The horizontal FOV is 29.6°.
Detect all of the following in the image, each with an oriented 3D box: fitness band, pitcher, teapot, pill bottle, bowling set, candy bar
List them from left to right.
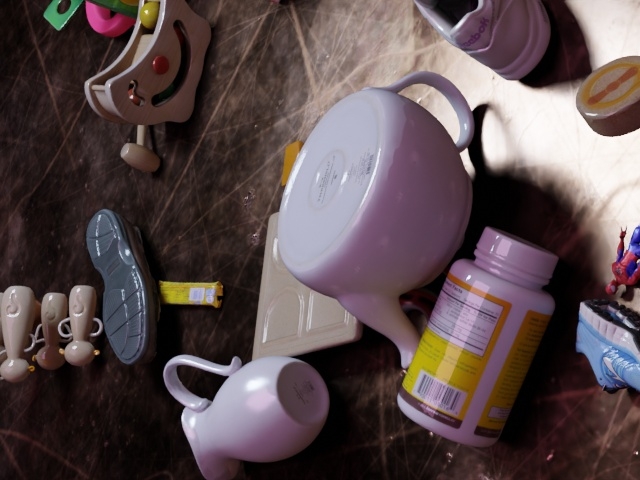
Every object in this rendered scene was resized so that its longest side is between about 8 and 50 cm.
[{"bbox_3d":[-0.479,0.161,1.985,0.287,0.200,0.154,0,80,5],"label":"bowling set"},{"bbox_3d":[-0.302,-0.476,2.049,0.291,0.054,0.209,-52,43,23],"label":"fitness band"},{"bbox_3d":[-0.195,0.079,1.770,0.161,0.018,0.040,-2,80,48],"label":"candy bar"},{"bbox_3d":[-0.100,0.201,1.517,0.207,0.125,0.178,-31,97,43],"label":"pitcher"},{"bbox_3d":[0.084,-0.039,1.356,0.256,0.187,0.252,-57,28,22],"label":"teapot"},{"bbox_3d":[0.170,0.099,1.274,0.117,0.117,0.215,31,101,49],"label":"pill bottle"}]

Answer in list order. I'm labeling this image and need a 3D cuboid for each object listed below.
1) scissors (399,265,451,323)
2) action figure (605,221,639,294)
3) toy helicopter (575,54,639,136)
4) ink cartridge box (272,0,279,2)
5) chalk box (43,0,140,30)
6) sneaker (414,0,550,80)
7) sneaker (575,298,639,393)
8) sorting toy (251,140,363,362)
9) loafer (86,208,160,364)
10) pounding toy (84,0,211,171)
[{"bbox_3d":[0.060,0.053,1.494,0.297,0.021,0.109,20,94,51],"label":"scissors"},{"bbox_3d":[0.317,0.004,1.209,0.038,0.030,0.115,39,110,42],"label":"action figure"},{"bbox_3d":[0.397,-0.186,1.087,0.355,0.140,0.235,-17,42,32],"label":"toy helicopter"},{"bbox_3d":[-0.154,-0.441,1.783,0.218,0.158,0.092,41,109,47],"label":"ink cartridge box"},{"bbox_3d":[-0.354,-0.469,1.925,0.180,0.179,0.289,41,110,49],"label":"chalk box"},{"bbox_3d":[0.159,-0.322,1.397,0.114,0.152,0.305,-48,46,31],"label":"sneaker"},{"bbox_3d":[0.306,0.124,1.172,0.162,0.063,0.073,48,132,49],"label":"sneaker"},{"bbox_3d":[0.000,0.000,1.551,0.229,0.041,0.307,-22,55,49],"label":"sorting toy"},{"bbox_3d":[-0.279,0.069,1.830,0.096,0.084,0.268,-38,55,28],"label":"loafer"},{"bbox_3d":[-0.291,-0.253,1.881,0.155,0.154,0.270,10,85,49],"label":"pounding toy"}]
